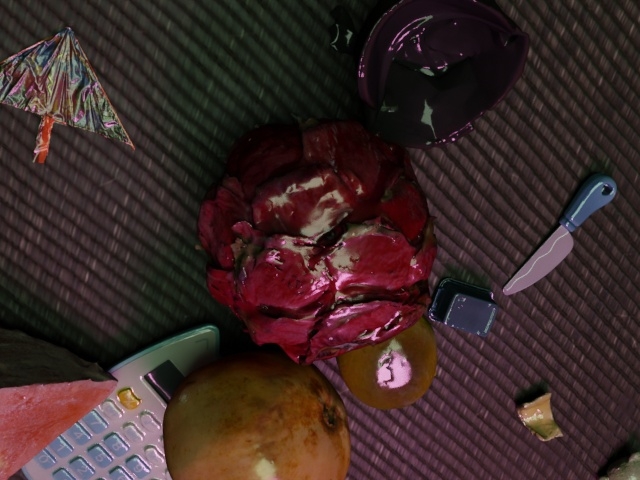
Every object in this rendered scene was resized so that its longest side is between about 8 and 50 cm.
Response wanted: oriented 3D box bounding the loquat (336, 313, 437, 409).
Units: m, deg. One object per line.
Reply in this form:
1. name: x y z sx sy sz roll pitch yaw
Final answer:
1. loquat: 0.097 0.158 1.157 0.152 0.152 0.195 -11 116 -8

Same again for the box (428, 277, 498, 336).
1. box: 0.227 0.108 1.213 0.099 0.054 0.074 17 100 -15

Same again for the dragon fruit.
1. dragon fruit: -0.001 0.002 1.008 0.329 0.329 0.329 -3 106 -11

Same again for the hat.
1. hat: 0.123 -0.274 0.992 0.238 0.336 0.209 -24 71 13

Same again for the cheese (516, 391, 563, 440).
1. cheese: 0.368 0.299 1.303 0.060 0.041 0.084 -25 93 -11

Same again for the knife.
1. knife: 0.381 -0.001 1.231 0.058 0.032 0.244 30 102 -26

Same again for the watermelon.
1. watermelon: -0.440 0.227 0.996 0.292 0.250 0.283 0 115 6

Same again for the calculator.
1. calculator: -0.261 0.297 1.170 0.386 0.054 0.256 -36 109 1

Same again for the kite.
1. kite: -0.351 -0.191 1.037 0.232 0.009 0.189 16 102 -15

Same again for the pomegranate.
1. pomegranate: -0.096 0.273 1.047 0.270 0.229 0.252 -25 148 31

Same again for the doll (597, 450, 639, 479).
1. doll: 0.570 0.431 1.369 0.150 0.077 0.115 29 109 -29
